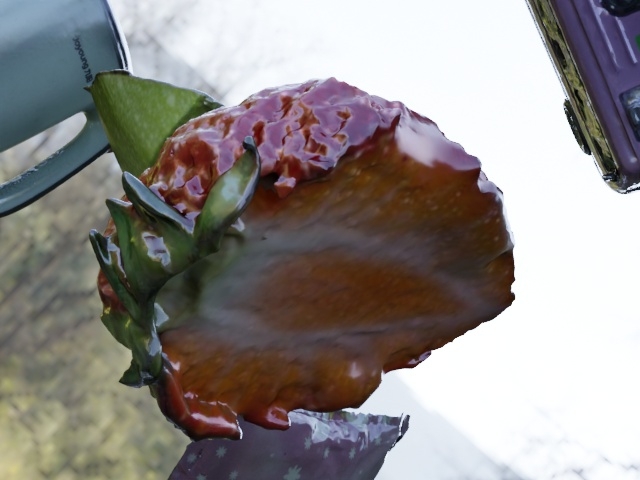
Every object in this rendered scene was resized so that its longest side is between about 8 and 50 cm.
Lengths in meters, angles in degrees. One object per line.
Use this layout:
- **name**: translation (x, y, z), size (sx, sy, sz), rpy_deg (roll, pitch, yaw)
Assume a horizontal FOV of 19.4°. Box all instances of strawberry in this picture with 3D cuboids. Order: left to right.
- **strawberry**: translation (0.000, 0.000, 0.666), size (0.187, 0.146, 0.082), rpy_deg (10, 42, -43)

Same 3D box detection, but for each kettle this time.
- **kettle**: translation (-0.287, -0.127, 1.574), size (0.165, 0.255, 0.240), rpy_deg (44, -25, 52)

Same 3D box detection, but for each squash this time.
- **squash**: translation (-0.085, -0.031, 1.229), size (0.184, 0.085, 0.192), rpy_deg (12, -18, 48)

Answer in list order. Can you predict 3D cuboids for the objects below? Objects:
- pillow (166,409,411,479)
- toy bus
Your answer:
- **pillow**: translation (-0.022, 0.146, 1.179), size (0.185, 0.118, 0.043), rpy_deg (10, 31, -48)
- **toy bus**: translation (0.150, -0.123, 0.920), size (0.108, 0.096, 0.199), rpy_deg (-97, 163, -81)
